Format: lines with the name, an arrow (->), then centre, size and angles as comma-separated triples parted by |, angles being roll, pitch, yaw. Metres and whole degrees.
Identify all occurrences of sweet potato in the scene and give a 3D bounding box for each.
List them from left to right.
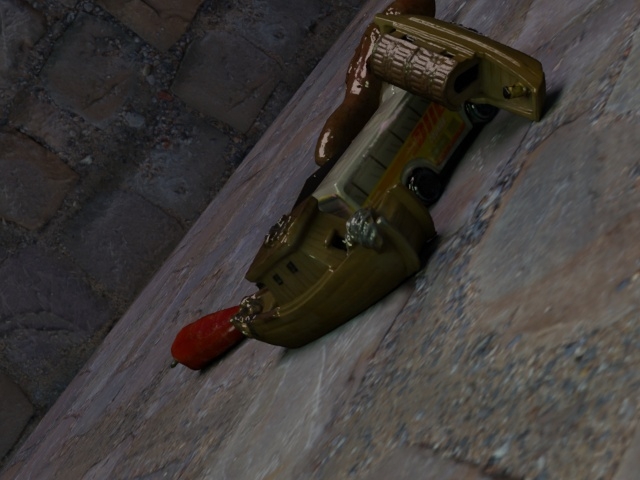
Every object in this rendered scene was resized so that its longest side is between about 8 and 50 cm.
sweet potato -> 0.088, -0.273, 1.875 | 0.385, 0.109, 0.109 | -59, 12, -18

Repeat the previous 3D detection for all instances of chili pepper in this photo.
chili pepper -> -0.151, 0.133, 1.548 | 0.272, 0.063, 0.071 | -33, 31, 50

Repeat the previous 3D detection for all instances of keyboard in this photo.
keyboard -> -0.015, -0.034, 1.488 | 0.106, 0.027, 0.317 | -41, 14, 28

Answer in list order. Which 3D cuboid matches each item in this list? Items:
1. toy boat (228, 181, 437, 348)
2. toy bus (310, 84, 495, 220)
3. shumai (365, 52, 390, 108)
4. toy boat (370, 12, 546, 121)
toy boat -> -0.009, 0.029, 1.132 | 0.321, 0.121, 0.089 | -36, 22, 53
toy bus -> 0.100, -0.112, 1.205 | 0.268, 0.106, 0.092 | -53, 13, -23
shumai -> 0.113, -0.202, 1.446 | 0.201, 0.120, 0.201 | -47, 13, 15
toy boat -> 0.130, -0.169, 1.109 | 0.088, 0.068, 0.226 | -33, 44, -27
